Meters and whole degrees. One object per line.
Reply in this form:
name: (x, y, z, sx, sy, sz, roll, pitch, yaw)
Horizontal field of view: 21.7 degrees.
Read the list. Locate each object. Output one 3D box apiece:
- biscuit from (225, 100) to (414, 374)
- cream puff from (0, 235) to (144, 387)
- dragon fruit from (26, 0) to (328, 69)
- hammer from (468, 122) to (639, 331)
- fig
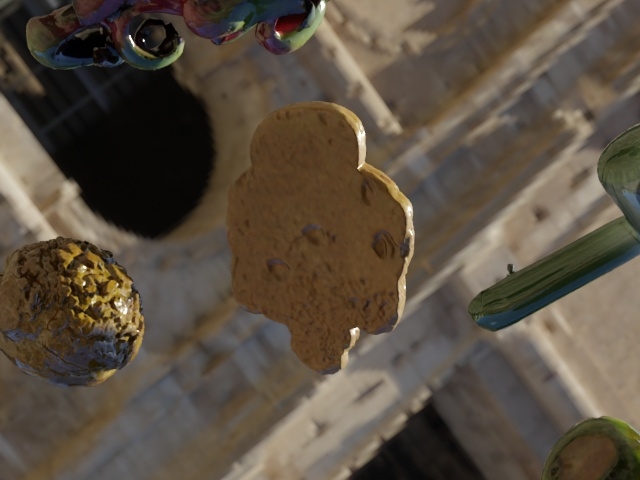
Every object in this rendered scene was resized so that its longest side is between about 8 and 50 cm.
biscuit: (0.002, -0.001, 2.225, 0.269, 0.375, 0.051, 6, -162, 26)
cream puff: (-0.230, 0.058, 1.519, 0.150, 0.165, 0.115, 5, 112, -53)
dragon fruit: (-0.075, -0.230, 1.177, 0.273, 0.218, 0.198, -19, -167, 37)
hammer: (0.304, 0.012, 1.813, 0.336, 0.206, 0.119, -30, -160, 28)
fig: (0.342, 0.364, 2.151, 0.275, 0.206, 0.206, -52, -169, 8)
